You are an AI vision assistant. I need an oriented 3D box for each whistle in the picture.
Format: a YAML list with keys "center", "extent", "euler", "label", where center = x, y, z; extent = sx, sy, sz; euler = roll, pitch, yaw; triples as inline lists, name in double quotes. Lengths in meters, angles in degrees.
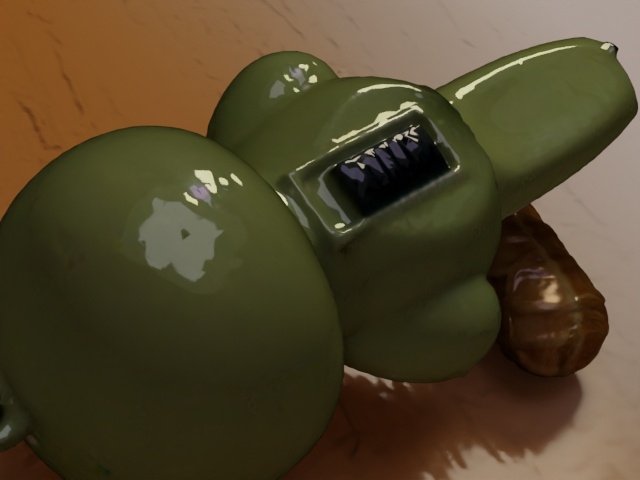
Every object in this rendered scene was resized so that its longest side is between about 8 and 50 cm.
- center: [-0.005, 0.006, 0.543]
  extent: [0.294, 0.141, 0.141]
  euler: [-24, 51, -40]
  label: "whistle"

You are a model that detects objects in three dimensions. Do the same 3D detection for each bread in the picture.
- center: [0.067, -0.004, 0.623]
  extent: [0.052, 0.044, 0.157]
  euler: [9, 35, -39]
  label: "bread"
